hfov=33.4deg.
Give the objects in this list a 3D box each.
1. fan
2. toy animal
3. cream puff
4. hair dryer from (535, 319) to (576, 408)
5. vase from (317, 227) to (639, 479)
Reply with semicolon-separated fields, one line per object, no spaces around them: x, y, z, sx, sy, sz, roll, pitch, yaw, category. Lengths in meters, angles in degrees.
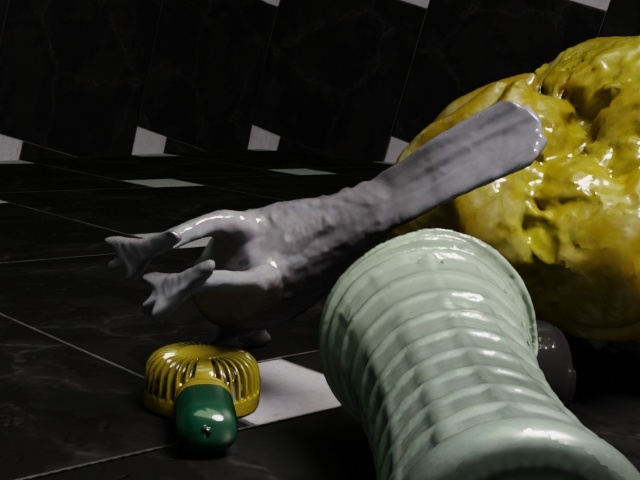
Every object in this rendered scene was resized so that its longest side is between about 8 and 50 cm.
-0.077;0.102;0.715;0.082;0.039;0.155;2;10;-9;fan
-0.037;0.010;0.734;0.206;0.081;0.367;-5;-23;-37;toy animal
0.192;-0.049;0.887;0.274;0.269;0.323;11;-6;-17;cream puff
0.097;0.090;0.834;0.114;0.070;0.248;0;1;-12;hair dryer
0.074;0.093;0.540;0.143;0.143;0.299;3;12;-3;vase
